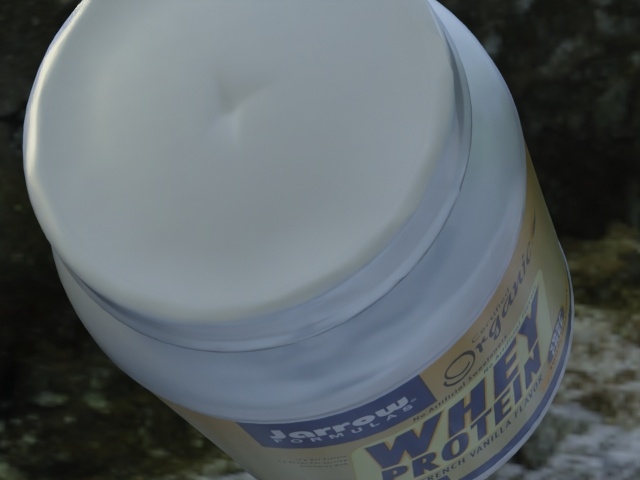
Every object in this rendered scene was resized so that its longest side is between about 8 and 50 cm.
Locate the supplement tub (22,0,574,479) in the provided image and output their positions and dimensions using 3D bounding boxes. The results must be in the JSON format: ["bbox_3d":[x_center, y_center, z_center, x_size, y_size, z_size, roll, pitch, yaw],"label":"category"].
[{"bbox_3d":[0.000,0.000,0.865,0.316,0.228,0.228,54,-129,-65],"label":"supplement tub"}]
